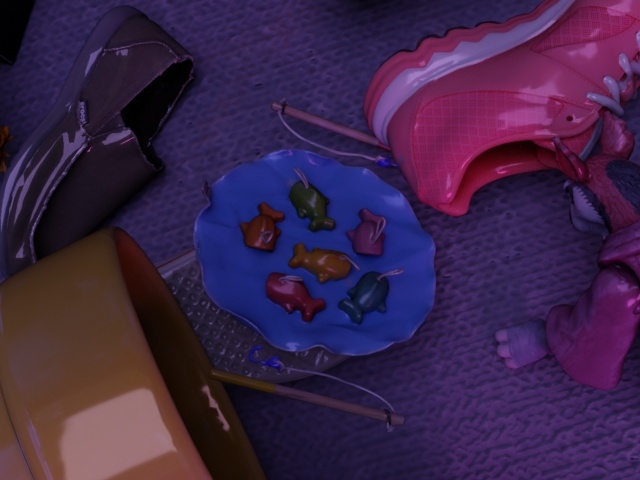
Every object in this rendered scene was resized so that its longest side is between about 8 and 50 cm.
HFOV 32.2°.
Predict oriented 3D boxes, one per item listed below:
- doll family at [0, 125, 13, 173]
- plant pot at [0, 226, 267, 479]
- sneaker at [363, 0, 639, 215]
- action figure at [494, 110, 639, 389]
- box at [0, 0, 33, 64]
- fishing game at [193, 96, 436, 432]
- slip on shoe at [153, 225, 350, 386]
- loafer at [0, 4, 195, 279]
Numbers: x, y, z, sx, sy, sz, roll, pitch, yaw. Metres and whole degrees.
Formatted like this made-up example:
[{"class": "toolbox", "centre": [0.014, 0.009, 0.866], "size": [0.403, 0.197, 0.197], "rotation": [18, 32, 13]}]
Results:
[{"class": "doll family", "centre": [-0.329, -0.069, 0.899], "size": [0.163, 0.118, 0.263], "rotation": [24, 105, 30]}, {"class": "plant pot", "centre": [-0.172, 0.155, 0.679], "size": [0.239, 0.254, 0.254], "rotation": [-28, 77, -1]}, {"class": "sneaker", "centre": [0.193, -0.117, 0.822], "size": [0.314, 0.116, 0.136], "rotation": [-27, 58, 12]}, {"class": "action figure", "centre": [0.265, 0.080, 0.721], "size": [0.248, 0.276, 0.370], "rotation": [-38, 91, 8]}, {"class": "box", "centre": [-0.325, -0.306, 0.957], "size": [0.184, 0.103, 0.261], "rotation": [16, 84, 9]}, {"class": "fishing game", "centre": [0.000, 0.000, 0.803], "size": [0.189, 0.041, 0.264], "rotation": [19, 51, -5]}, {"class": "slip on shoe", "centre": [-0.098, 0.065, 0.859], "size": [0.331, 0.101, 0.123], "rotation": [-17, 94, -7]}, {"class": "loafer", "centre": [-0.179, -0.069, 0.897], "size": [0.087, 0.094, 0.251], "rotation": [22, 85, 16]}]
